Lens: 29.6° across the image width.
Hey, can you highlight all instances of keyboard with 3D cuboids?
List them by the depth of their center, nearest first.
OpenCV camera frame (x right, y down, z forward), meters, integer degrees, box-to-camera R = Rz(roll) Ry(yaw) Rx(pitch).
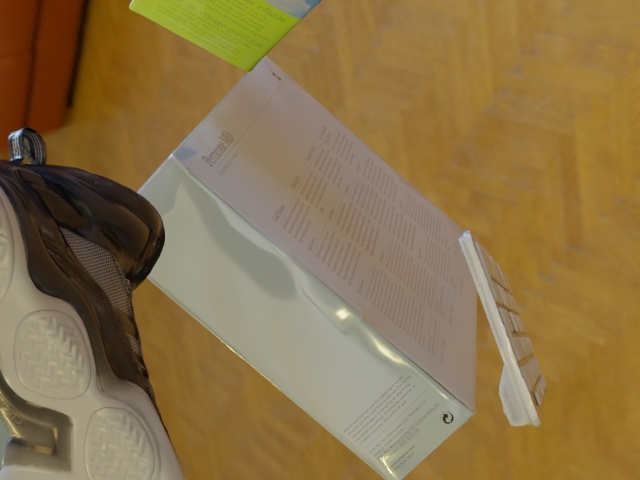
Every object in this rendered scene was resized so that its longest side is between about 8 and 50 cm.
[{"bbox_3d":[0.086,0.040,0.541,0.256,0.014,0.072,23,-127,-78],"label":"keyboard"}]

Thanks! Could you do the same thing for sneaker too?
[{"bbox_3d":[-0.118,0.063,0.646,0.101,0.153,0.268,-21,104,22],"label":"sneaker"}]

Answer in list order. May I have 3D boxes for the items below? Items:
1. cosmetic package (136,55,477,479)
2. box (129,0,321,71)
[{"bbox_3d":[0.000,0.000,1.022,0.284,0.097,0.377,43,-161,-7],"label":"cosmetic package"},{"bbox_3d":[-0.050,-0.196,0.857,0.178,0.109,0.042,-34,37,51],"label":"box"}]
